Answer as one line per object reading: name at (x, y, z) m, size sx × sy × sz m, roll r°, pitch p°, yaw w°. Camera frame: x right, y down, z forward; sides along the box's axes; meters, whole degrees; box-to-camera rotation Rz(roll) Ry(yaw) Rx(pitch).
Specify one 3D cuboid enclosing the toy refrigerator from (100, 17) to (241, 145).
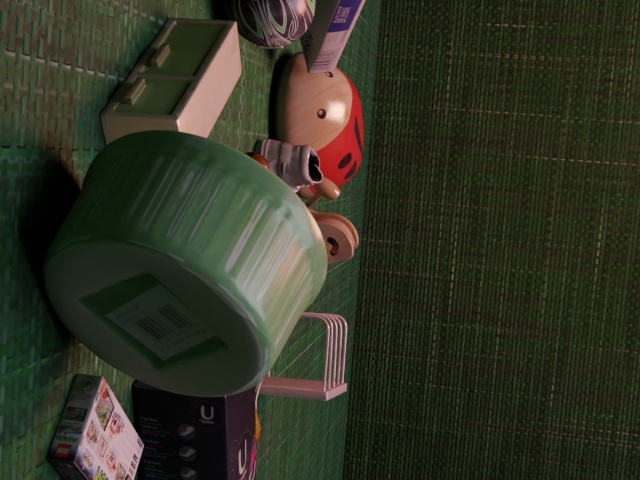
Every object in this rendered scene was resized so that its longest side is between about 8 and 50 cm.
toy refrigerator at (-0.191, -0.202, 1.257) m, size 0.270 × 0.102 × 0.094 m, roll -72°, pitch 164°, yaw -49°

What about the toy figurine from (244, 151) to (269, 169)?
toy figurine at (-0.144, -0.035, 1.317) m, size 0.209 × 0.212 × 0.148 m, roll 60°, pitch 27°, yaw -68°

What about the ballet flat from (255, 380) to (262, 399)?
ballet flat at (-0.157, 0.286, 1.822) m, size 0.086 × 0.086 × 0.249 m, roll 47°, pitch 51°, yaw -77°

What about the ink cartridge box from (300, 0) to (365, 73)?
ink cartridge box at (-0.007, -0.541, 1.835) m, size 0.324 × 0.071 × 0.330 m, roll 123°, pitch -46°, yaw -72°

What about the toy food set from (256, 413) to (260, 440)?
toy food set at (-0.173, 0.411, 1.654) m, size 0.105 × 0.111 × 0.232 m, roll 81°, pitch 15°, yaw -54°

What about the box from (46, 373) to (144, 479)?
box at (-0.279, 0.267, 1.196) m, size 0.207 × 0.036 × 0.114 m, roll 82°, pitch 17°, yaw -54°

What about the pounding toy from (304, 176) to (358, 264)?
pounding toy at (0.000, 0.000, 2.095) m, size 0.270 × 0.154 × 0.155 m, roll -60°, pitch 180°, yaw 23°

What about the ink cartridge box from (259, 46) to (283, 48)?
ink cartridge box at (-0.088, -0.444, 1.843) m, size 0.089 × 0.052 × 0.123 m, roll 85°, pitch 16°, yaw -46°

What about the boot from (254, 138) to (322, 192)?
boot at (-0.056, -0.124, 1.983) m, size 0.258 × 0.123 × 0.095 m, roll 71°, pitch 26°, yaw -67°

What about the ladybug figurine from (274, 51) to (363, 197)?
ladybug figurine at (0.007, -0.254, 2.162) m, size 0.449 × 0.161 × 0.305 m, roll 62°, pitch 35°, yaw -73°

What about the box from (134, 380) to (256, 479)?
box at (-0.184, 0.303, 1.446) m, size 0.165 × 0.143 × 0.271 m, roll -64°, pitch 156°, yaw -65°

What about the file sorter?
file sorter at (-0.052, 0.240, 2.023) m, size 0.277 × 0.192 × 0.173 m, roll 25°, pitch 68°, yaw -79°

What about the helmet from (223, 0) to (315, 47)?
helmet at (-0.085, -0.405, 1.577) m, size 0.169 × 0.169 × 0.162 m, roll -43°, pitch 121°, yaw -75°

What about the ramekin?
ramekin at (-0.157, 0.040, 1.056) m, size 0.303 × 0.303 × 0.148 m, roll 85°, pitch 22°, yaw -46°
